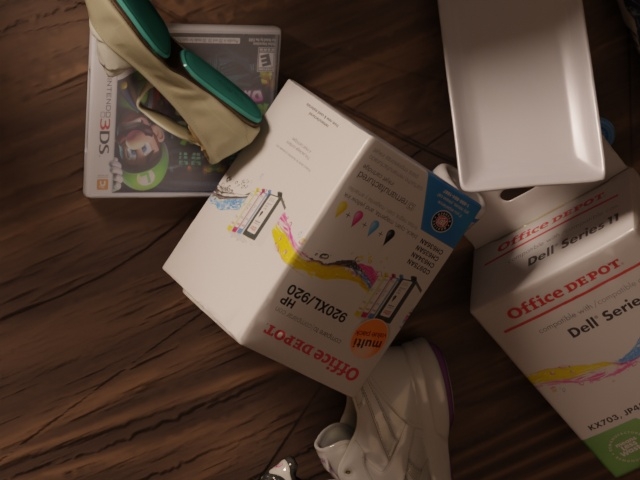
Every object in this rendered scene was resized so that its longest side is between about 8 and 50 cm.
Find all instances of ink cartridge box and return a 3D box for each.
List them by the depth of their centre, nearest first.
[{"bbox_3d":[0.000,0.000,1.807,0.171,0.168,0.233,30,96,-39],"label":"ink cartridge box"},{"bbox_3d":[0.296,0.067,1.931,0.207,0.119,0.353,-30,118,26],"label":"ink cartridge box"}]

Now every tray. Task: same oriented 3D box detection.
[{"bbox_3d":[0.194,-0.176,1.832,0.145,0.030,0.270,-5,72,-2],"label":"tray"}]

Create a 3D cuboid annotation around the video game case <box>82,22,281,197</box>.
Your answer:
[{"bbox_3d":[-0.136,-0.127,1.817,0.190,0.022,0.173,-1,107,-19],"label":"video game case"}]

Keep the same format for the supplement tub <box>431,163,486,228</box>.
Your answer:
[{"bbox_3d":[0.111,-0.021,1.894,0.071,0.071,0.107,38,112,-25],"label":"supplement tub"}]

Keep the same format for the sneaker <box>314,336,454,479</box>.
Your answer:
[{"bbox_3d":[0.072,0.255,1.974,0.152,0.114,0.305,-8,102,-8],"label":"sneaker"}]

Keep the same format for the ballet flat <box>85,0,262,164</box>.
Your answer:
[{"bbox_3d":[-0.159,-0.164,1.747,0.086,0.086,0.248,-46,115,-1],"label":"ballet flat"}]

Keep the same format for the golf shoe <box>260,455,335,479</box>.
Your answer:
[{"bbox_3d":[0.010,0.303,1.978,0.186,0.067,0.086,36,91,-25],"label":"golf shoe"}]

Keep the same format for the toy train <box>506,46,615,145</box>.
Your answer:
[{"bbox_3d":[0.226,-0.135,1.914,0.105,0.080,0.184,-36,117,4],"label":"toy train"}]

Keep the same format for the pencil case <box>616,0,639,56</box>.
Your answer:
[{"bbox_3d":[0.407,-0.238,1.898,0.183,0.160,0.410,-39,116,-15],"label":"pencil case"}]
